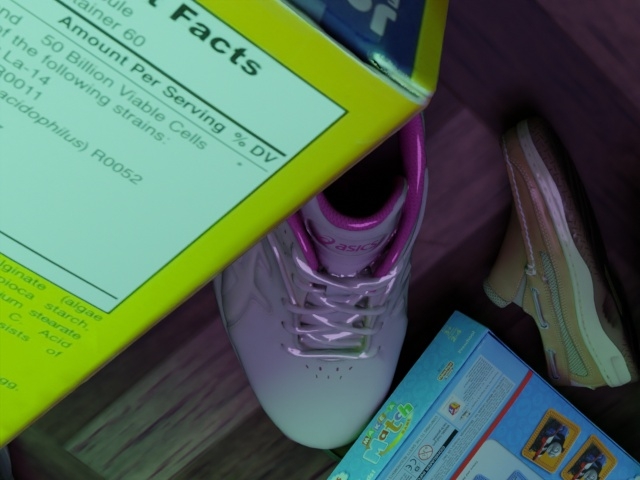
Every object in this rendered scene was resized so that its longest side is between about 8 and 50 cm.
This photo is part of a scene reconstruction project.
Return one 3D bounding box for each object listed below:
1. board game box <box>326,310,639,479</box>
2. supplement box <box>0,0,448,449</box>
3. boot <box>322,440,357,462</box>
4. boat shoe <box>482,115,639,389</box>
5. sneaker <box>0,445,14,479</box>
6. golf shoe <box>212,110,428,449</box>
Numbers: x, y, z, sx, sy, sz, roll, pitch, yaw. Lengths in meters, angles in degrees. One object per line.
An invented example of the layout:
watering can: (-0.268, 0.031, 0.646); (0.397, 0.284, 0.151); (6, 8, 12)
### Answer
board game box: (0.104, 0.162, 0.904); (0.211, 0.039, 0.160); (40, 86, -33)
supplement box: (-0.128, -0.078, 0.647); (0.194, 0.195, 0.356); (34, 133, -22)
boot: (0.056, 0.094, 0.917); (0.106, 0.037, 0.114); (32, 111, -21)
boat shoe: (0.127, 0.017, 0.861); (0.072, 0.068, 0.190); (-14, 122, 18)
sneaker: (-0.205, 0.221, 0.914); (0.086, 0.132, 0.228); (-18, 120, 7)
golf shoe: (0.000, 0.000, 0.793); (0.115, 0.140, 0.306); (-3, 120, -5)
